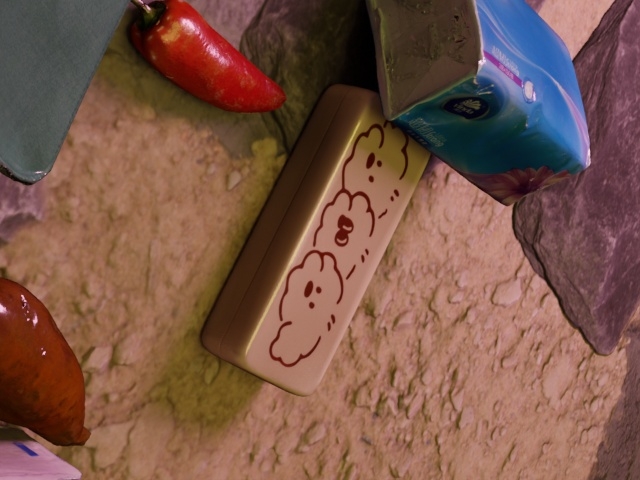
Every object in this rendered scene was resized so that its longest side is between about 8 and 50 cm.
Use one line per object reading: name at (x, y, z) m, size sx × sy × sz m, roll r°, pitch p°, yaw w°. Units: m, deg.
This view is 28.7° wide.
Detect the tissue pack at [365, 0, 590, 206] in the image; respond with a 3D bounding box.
tissue pack at (0.183, -0.187, 1.425) m, size 0.263 × 0.146 × 0.198 m, roll 29°, pitch 46°, yaw -46°

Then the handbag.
handbag at (-0.248, -0.203, 0.998) m, size 0.269 × 0.100 × 0.274 m, roll 60°, pitch 51°, yaw -76°

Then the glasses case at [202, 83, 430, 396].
glasses case at (0.000, 0.000, 1.404) m, size 0.144 × 0.076 × 0.336 m, roll 33°, pitch 80°, yaw -47°

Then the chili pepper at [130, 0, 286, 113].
chili pepper at (-0.116, -0.178, 1.235) m, size 0.071 × 0.063 × 0.272 m, roll -56°, pitch 140°, yaw 2°

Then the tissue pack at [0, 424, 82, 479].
tissue pack at (-0.365, 0.340, 1.091) m, size 0.242 × 0.160 × 0.338 m, roll 8°, pitch 98°, yaw -47°

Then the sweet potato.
sweet potato at (-0.293, 0.089, 1.112) m, size 0.112 × 0.112 × 0.359 m, roll -52°, pitch 140°, yaw -19°
